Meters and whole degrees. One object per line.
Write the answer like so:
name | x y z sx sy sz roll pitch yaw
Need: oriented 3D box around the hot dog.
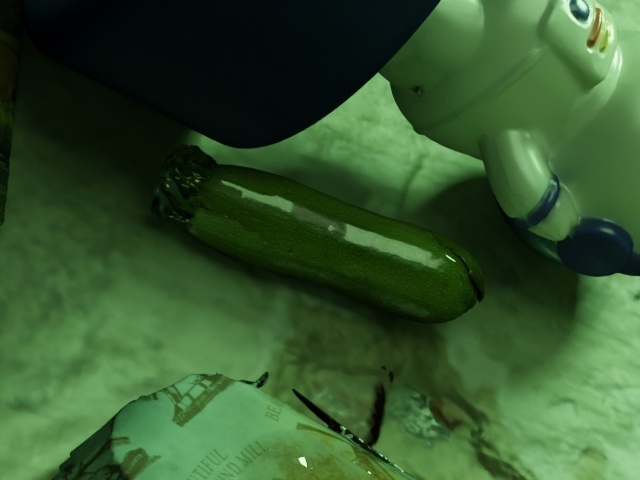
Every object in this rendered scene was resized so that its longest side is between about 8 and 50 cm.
hot dog | 0.005 0.159 0.797 0.270 0.082 0.162 35 37 9

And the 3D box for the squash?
squash | 0.000 0.000 0.932 0.183 0.052 0.052 19 49 -15

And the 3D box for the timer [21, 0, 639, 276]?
timer | 0.067 -0.111 0.954 0.383 0.270 0.270 36 44 -23

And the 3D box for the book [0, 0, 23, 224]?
book | -0.213 -0.127 0.884 0.160 0.024 0.228 33 42 -36
